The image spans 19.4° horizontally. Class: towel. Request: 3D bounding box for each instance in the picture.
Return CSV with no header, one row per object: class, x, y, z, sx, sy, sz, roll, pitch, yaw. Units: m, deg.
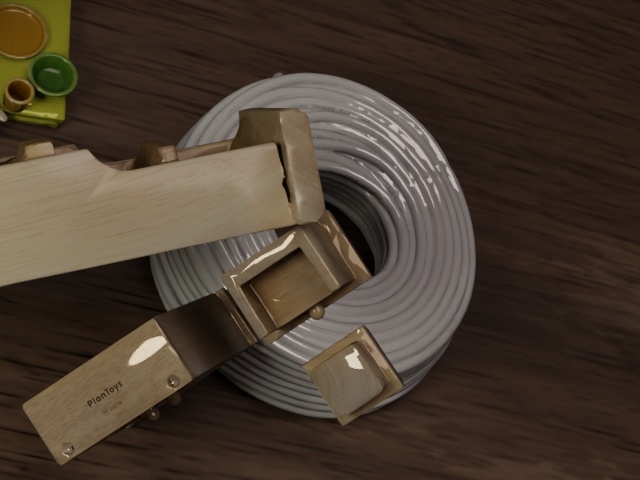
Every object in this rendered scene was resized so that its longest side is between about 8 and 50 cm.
towel,-0.241,-0.197,1.425,0.102,0.021,0.237,7,62,-18

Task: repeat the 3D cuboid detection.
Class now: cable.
cable,0.000,0.000,1.398,0.257,0.089,0.257,47,53,2

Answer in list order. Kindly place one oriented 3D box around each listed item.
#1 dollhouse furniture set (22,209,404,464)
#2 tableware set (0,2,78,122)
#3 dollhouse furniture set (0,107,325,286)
dollhouse furniture set,-0.016,0.205,1.214,0.355,0.303,0.174,56,11,2
tableware set,-0.252,-0.157,1.373,0.104,0.024,0.154,-30,78,-31
dollhouse furniture set,-0.170,-0.183,1.123,0.257,0.362,0.394,-12,96,-10
